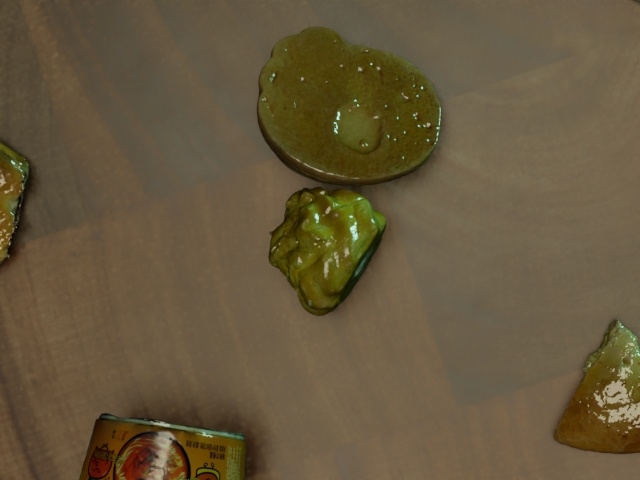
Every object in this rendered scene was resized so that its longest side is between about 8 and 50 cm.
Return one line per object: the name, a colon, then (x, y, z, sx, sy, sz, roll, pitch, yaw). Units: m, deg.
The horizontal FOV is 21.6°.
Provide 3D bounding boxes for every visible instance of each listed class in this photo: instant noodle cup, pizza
instant noodle cup: (-0.173, 0.282, 1.811, 0.216, 0.216, 0.172, 8, 82, 7)
pizza: (-0.418, -0.026, 1.918, 0.147, 0.069, 0.226, 10, 93, -14)

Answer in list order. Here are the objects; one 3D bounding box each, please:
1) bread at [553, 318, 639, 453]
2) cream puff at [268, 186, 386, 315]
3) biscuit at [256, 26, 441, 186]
bread: (0.312, 0.181, 1.828, 0.136, 0.054, 0.154, -32, 82, 8)
cream puff: (0.000, 0.000, 1.828, 0.116, 0.146, 0.146, 34, 92, 8)
biscuit: (0.028, -0.138, 1.850, 0.208, 0.049, 0.181, 19, 64, 0)
